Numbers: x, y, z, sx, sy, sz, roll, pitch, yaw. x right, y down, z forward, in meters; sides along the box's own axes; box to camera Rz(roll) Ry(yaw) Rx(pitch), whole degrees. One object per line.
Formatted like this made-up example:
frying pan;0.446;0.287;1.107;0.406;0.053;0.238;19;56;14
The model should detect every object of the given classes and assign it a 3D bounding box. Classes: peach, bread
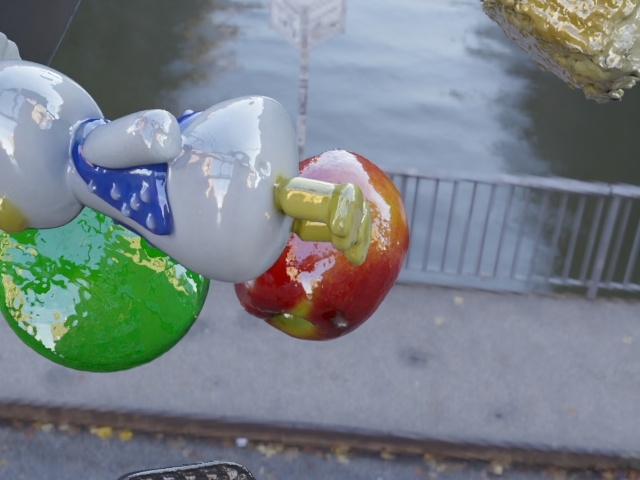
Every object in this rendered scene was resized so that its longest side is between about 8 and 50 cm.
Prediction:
peach;0.000;0.000;1.240;0.190;0.196;0.226;28;64;-14
bread;0.202;-0.197;0.840;0.174;0.121;0.245;43;13;2

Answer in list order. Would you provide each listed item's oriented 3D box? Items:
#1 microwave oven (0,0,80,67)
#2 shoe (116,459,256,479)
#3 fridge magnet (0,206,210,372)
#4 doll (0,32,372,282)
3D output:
microwave oven;-0.322;-0.213;0.881;0.188;0.178;0.247;18;78;19
shoe;-0.146;0.267;1.121;0.179;0.071;0.049;8;-10;-37
fridge magnet;-0.206;0.022;1.004;0.208;0.088;0.208;5;75;-21
doll;-0.116;-0.041;0.580;0.293;0.138;0.119;16;74;13
